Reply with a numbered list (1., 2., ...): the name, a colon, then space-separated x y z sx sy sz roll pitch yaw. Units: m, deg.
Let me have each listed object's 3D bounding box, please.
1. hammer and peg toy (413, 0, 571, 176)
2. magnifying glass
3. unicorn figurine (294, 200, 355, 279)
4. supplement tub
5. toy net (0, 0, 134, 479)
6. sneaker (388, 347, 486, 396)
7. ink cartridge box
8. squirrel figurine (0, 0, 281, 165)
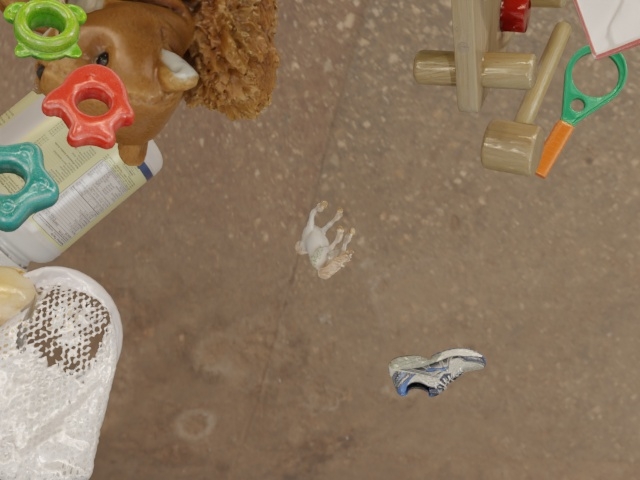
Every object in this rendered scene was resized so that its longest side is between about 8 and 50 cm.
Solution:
1. hammer and peg toy: 0.185 -0.265 0.908 0.127 0.266 0.361 8 135 22
2. magnifying glass: 0.397 -0.203 1.326 0.092 0.026 0.231 30 88 7
3. unicorn figurine: 0.000 0.000 1.281 0.060 0.162 0.111 27 115 -17
4. supplement tub: -0.453 -0.112 1.405 0.325 0.235 0.235 -42 122 -9
5. toy net: -0.129 -0.006 0.368 0.122 0.232 0.045 -16 159 -24
6. sneaker: 0.165 0.189 1.177 0.135 0.058 0.052 -11 146 6
7. ink cartridge box: 0.221 -0.194 0.571 0.067 0.198 0.115 -18 95 36
8. squirrel figurine: -0.195 -0.283 1.061 0.397 0.370 0.281 9 144 -36
